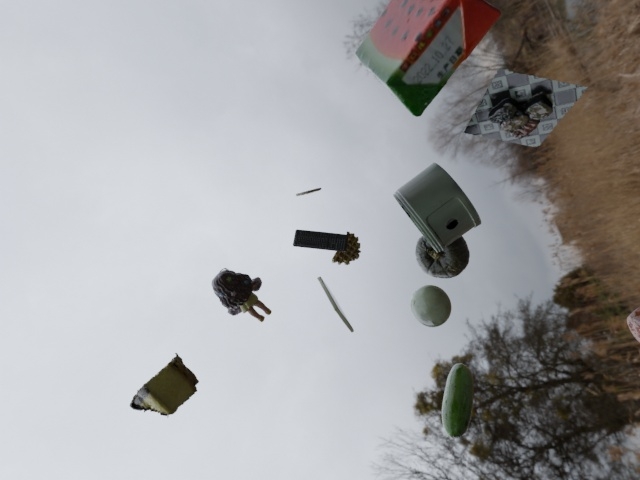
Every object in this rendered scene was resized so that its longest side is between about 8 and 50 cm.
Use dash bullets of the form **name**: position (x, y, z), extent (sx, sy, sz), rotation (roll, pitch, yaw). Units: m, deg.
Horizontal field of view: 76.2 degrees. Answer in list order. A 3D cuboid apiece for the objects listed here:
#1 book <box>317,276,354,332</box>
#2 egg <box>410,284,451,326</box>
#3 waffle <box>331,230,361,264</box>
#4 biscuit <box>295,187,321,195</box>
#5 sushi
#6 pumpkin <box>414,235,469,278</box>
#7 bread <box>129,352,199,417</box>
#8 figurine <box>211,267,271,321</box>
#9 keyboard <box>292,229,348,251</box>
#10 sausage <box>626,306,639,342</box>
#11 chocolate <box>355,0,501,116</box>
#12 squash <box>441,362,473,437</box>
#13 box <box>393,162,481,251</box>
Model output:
- **book**: position (0.062, 0.267, 1.724), extent (0.162, 0.022, 0.231), rotation (57, 179, -35)
- **egg**: position (0.313, 0.188, 1.161), extent (0.152, 0.114, 0.113), rotation (58, -155, -55)
- **waffle**: position (0.136, 0.041, 2.185), extent (0.046, 0.161, 0.191), rotation (98, 170, -65)
- **biscuit**: position (-0.064, -0.264, 2.230), extent (0.152, 0.152, 0.020), rotation (-27, -75, -57)
- **sushi**: position (0.526, -0.322, 1.076), extent (0.220, 0.231, 0.047), rotation (12, -116, 2)
- **pumpkin**: position (0.506, 0.054, 1.704), extent (0.157, 0.224, 0.223), rotation (-13, -100, -56)
- **bread**: position (-0.445, 0.424, 1.158), extent (0.127, 0.152, 0.147), rotation (53, -151, -3)
- **figurine**: position (-0.284, 0.198, 1.465), extent (0.240, 0.174, 0.116), rotation (44, 175, -27)
- **keyboard**: position (0.000, 0.000, 1.141), extent (0.010, 0.155, 0.053), rotation (57, -140, -69)
- **sausage**: position (0.721, 0.114, 0.769), extent (0.113, 0.259, 0.113), rotation (55, 177, 4)
- **chocolate**: position (0.291, -0.614, 1.242), extent (0.162, 0.341, 0.360), rotation (21, -150, -33)
- **squash**: position (0.412, 0.461, 1.216), extent (0.082, 0.082, 0.292), rotation (59, -149, -8)
- **box**: position (0.340, -0.094, 1.203), extent (0.226, 0.149, 0.226), rotation (50, -170, -13)
